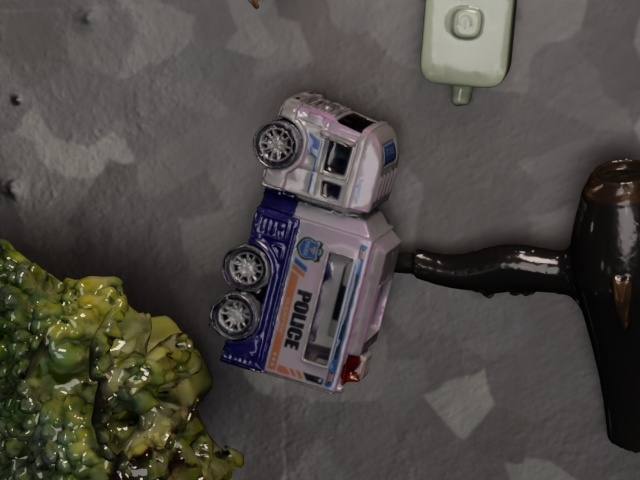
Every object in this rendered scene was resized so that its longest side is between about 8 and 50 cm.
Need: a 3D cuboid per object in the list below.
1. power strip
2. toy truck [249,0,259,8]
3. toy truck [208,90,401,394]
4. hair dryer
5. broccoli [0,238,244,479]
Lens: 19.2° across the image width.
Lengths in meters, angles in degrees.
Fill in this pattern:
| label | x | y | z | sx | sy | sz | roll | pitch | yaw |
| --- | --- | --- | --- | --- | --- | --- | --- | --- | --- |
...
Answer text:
| label | x | y | z | sx | sy | sz | roll | pitch | yaw |
| --- | --- | --- | --- | --- | --- | --- | --- | --- | --- |
| power strip | 0.150 | -0.317 | 1.796 | 0.091 | 0.062 | 0.385 | 5 | 104 | 6 |
| toy truck | -0.105 | -0.397 | 1.761 | 0.184 | 0.133 | 0.338 | -35 | 102 | 2 |
| toy truck | 0.000 | 0.000 | 1.844 | 0.155 | 0.124 | 0.268 | 17 | 105 | 12 |
| hair dryer | 0.190 | 0.062 | 1.894 | 0.359 | 0.120 | 0.304 | 3 | 119 | 14 |
| broccoli | -0.244 | 0.168 | 1.835 | 0.272 | 0.324 | 0.334 | -39 | 72 | -6 |
